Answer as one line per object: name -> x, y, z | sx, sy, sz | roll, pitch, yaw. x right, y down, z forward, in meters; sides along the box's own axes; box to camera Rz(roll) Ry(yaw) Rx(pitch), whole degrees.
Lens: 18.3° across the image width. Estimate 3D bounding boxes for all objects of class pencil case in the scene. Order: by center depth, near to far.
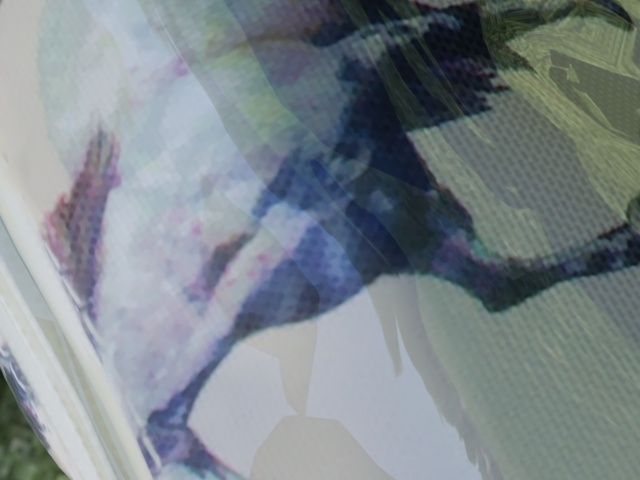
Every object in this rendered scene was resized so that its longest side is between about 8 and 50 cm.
pencil case -> 0.000, 0.000, 0.387 | 0.183, 0.410, 0.160 | -20, 166, -48
